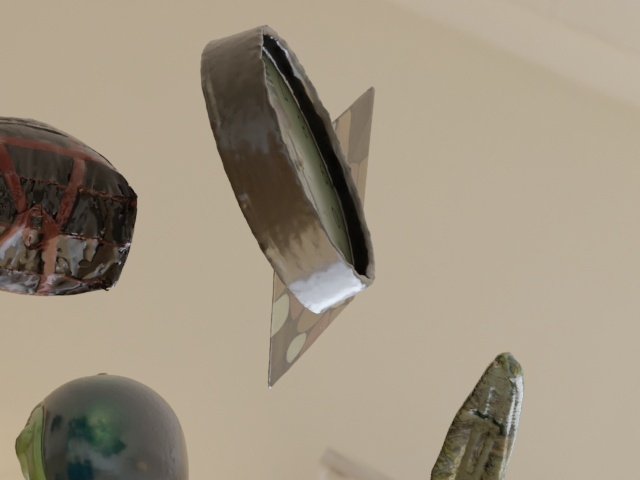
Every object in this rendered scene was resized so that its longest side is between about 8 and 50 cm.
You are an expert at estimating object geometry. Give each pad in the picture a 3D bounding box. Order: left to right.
[{"bbox_3d":[0.000,0.000,1.335,0.003,0.158,0.235,22,-49,21],"label":"pad"}]

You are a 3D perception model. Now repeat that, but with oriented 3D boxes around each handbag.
[{"bbox_3d":[-0.281,-0.032,1.417,0.215,0.155,0.169,10,13,-26],"label":"handbag"}]

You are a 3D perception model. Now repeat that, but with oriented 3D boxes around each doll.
[{"bbox_3d":[-0.235,0.281,1.715,0.186,0.322,0.198,-12,-34,5],"label":"doll"}]

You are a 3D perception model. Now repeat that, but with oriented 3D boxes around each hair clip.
[{"bbox_3d":[0.143,0.170,1.374,0.066,0.036,0.229,29,-44,16],"label":"hair clip"}]

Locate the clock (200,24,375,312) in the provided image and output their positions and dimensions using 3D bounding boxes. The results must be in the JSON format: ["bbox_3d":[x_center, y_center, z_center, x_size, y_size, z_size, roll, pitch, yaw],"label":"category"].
[{"bbox_3d":[-0.016,-0.047,0.979,0.040,0.184,0.184,-22,-54,13],"label":"clock"}]
